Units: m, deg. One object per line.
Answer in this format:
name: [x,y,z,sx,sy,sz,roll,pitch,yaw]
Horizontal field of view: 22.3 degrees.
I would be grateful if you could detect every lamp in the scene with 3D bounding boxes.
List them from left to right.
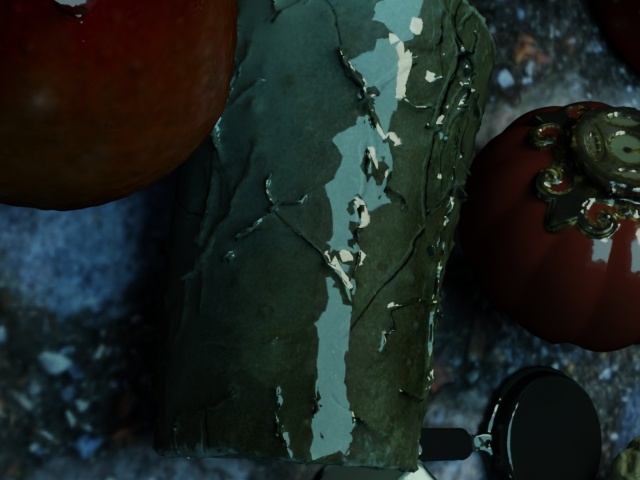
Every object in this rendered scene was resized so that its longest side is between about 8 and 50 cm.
lamp: [0.225,-0.009,1.359,0.227,0.227,0.227,3,84,-36]

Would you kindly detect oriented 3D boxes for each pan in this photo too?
pan: [0.159,0.176,1.396,0.235,0.028,0.136,3,84,-36]

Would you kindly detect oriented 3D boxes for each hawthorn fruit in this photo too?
hawthorn fruit: [-0.185,-0.173,1.027,0.295,0.295,0.311,-37,151,-32]

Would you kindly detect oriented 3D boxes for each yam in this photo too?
yam: [0.000,0.000,1.170,0.241,0.241,0.348,17,77,-34]

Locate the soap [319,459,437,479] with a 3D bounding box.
soap: [0.078,0.287,1.257,0.091,0.145,0.230,-37,108,-33]

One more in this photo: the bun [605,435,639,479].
bun: [0.306,0.261,1.440,0.164,0.111,0.188,-35,111,-15]

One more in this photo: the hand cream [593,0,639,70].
hand cream: [0.371,-0.260,1.512,0.230,0.149,0.230,4,82,-33]
